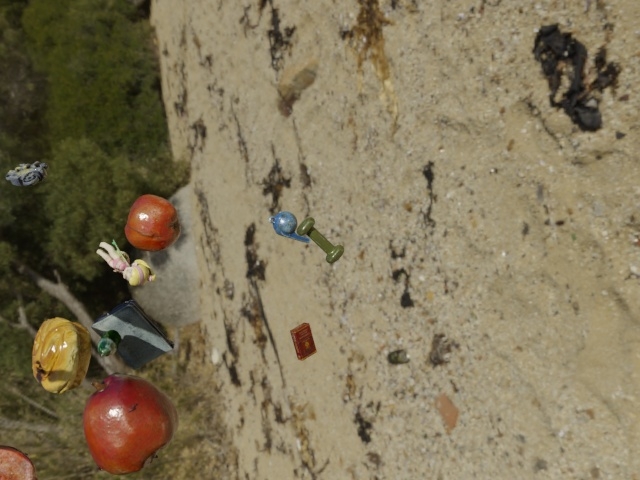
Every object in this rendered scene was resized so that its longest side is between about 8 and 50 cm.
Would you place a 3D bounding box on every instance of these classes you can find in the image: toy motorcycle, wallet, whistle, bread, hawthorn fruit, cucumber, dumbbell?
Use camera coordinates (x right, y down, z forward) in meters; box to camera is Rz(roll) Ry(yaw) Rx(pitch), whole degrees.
[{"bbox_3d":[-1.012,-0.235,2.110,0.193,0.124,0.061,15,135,39],"label":"toy motorcycle"},{"bbox_3d":[-0.587,0.298,1.893,0.222,0.167,0.036,56,-168,-24],"label":"wallet"},{"bbox_3d":[-0.100,-0.050,1.996,0.090,0.157,0.090,-35,47,49],"label":"whistle"},{"bbox_3d":[-0.743,0.329,1.731,0.236,0.120,0.198,13,89,50],"label":"bread"},{"bbox_3d":[-0.362,-0.038,1.313,0.128,0.128,0.128,170,90,-77],"label":"hawthorn fruit"},{"bbox_3d":[-0.602,0.291,1.728,0.250,0.056,0.056,-170,70,-76],"label":"cucumber"},{"bbox_3d":[-0.392,0.358,1.217,0.202,0.185,0.185,58,170,-11],"label":"hawthorn fruit"},{"bbox_3d":[0.000,0.000,1.373,0.118,0.052,0.046,44,166,-15],"label":"dumbbell"}]

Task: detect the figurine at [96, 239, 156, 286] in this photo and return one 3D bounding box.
[{"bbox_3d":[-0.546,0.065,1.705,0.187,0.083,0.083,31,148,14],"label":"figurine"}]

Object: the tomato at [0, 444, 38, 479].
[{"bbox_3d":[-0.762,0.569,1.283,0.170,0.308,0.309,-36,64,62],"label":"tomato"}]

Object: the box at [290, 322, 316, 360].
[{"bbox_3d":[-0.043,0.256,1.533,0.023,0.051,0.082,1,110,49],"label":"box"}]
